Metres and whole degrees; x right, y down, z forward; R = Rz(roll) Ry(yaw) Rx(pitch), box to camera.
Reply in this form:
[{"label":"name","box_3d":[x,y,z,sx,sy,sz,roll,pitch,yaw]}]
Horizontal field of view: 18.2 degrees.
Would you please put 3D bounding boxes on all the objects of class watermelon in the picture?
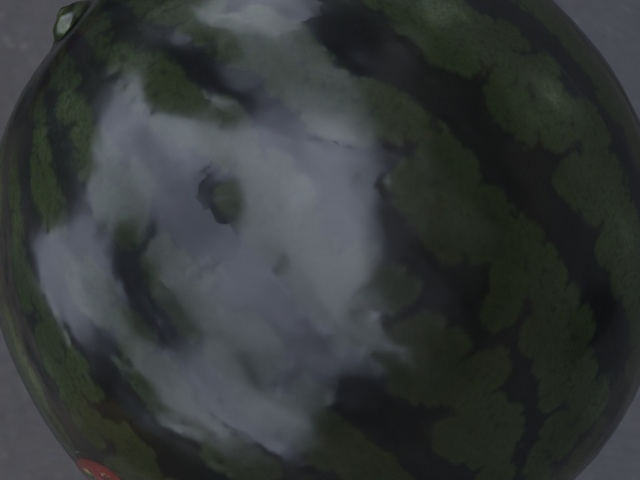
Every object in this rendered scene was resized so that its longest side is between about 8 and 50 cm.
[{"label":"watermelon","box_3d":[0.000,0.000,0.618,0.212,0.212,0.212,-6,77,30]}]
